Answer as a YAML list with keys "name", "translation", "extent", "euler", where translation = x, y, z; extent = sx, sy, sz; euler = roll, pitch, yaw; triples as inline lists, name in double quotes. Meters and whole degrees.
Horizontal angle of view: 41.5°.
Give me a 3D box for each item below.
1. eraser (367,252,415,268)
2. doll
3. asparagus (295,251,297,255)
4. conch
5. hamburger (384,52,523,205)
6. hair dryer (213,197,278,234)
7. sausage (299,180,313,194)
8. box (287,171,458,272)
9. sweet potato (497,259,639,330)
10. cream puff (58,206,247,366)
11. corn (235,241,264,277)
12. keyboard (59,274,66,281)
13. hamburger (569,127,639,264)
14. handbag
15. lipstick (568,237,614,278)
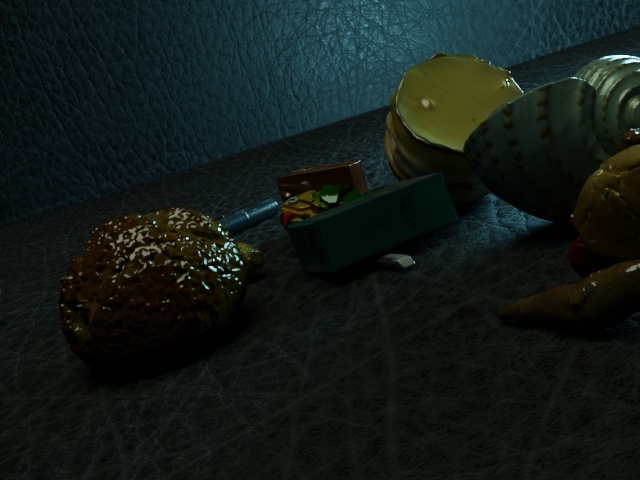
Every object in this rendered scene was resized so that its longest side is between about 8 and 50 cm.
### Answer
- name: "eraser"
  translation: [0.112, 0.033, 1.345]
  extent: [0.027, 0.019, 0.099]
  euler: [-23, 12, -29]
- name: "doll"
  translation: [0.018, -0.053, 1.577]
  extent: [0.186, 0.106, 0.134]
  euler: [-2, 31, 16]
- name: "asparagus"
  translation: [0.000, 0.000, 1.608]
  extent: [0.127, 0.018, 0.015]
  euler: [-30, 58, -33]
- name: "conch"
  translation: [0.386, -0.131, 1.288]
  extent: [0.303, 0.215, 0.319]
  euler: [-15, -19, -16]
- name: "hamburger"
  translation: [0.246, -0.185, 1.585]
  extent: [0.276, 0.237, 0.276]
  euler: [1, 53, -2]
- name: "hair dryer"
  translation: [-0.217, -0.048, 2.002]
  extent: [0.173, 0.050, 0.195]
  euler: [-23, 12, -35]
- name: "sausage"
  translation: [-0.012, -0.063, 1.661]
  extent: [0.026, 0.116, 0.026]
  euler: [-22, 15, 6]
- name: "box"
  translation: [0.086, -0.029, 1.426]
  extent: [0.245, 0.092, 0.153]
  euler: [-22, 6, -19]
- name: "sweet potato"
  translation: [0.285, 0.073, 0.929]
  extent: [0.068, 0.068, 0.226]
  euler: [-30, 1, -43]
- name: "cream puff"
  translation: [-0.258, 0.058, 1.291]
  extent: [0.303, 0.212, 0.303]
  euler: [-17, 9, 3]
- name: "corn"
  translation: [-0.194, 0.036, 1.569]
  extent: [0.231, 0.080, 0.080]
  euler: [-4, 19, 42]
- name: "keyboard"
  translation: [-0.526, 0.080, 1.914]
  extent: [0.176, 0.014, 0.055]
  euler: [-3, 21, 45]
- name: "hamburger"
  translation: [0.426, -0.027, 0.917]
  extent: [0.155, 0.245, 0.282]
  euler: [-33, 3, -38]
- name: "handbag"
  translation: [0.008, -0.084, 1.698]
  extent: [0.190, 0.127, 0.063]
  euler: [-5, 17, 38]
- name: "lipstick"
  translation: [0.422, -0.024, 1.109]
  extent: [0.073, 0.073, 0.280]
  euler: [-1, 21, 47]
